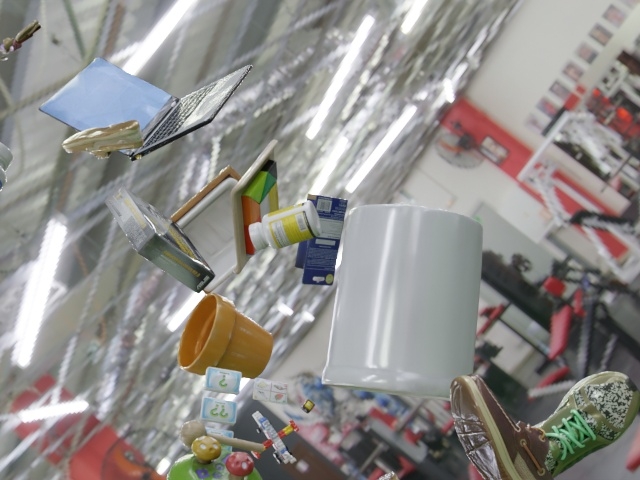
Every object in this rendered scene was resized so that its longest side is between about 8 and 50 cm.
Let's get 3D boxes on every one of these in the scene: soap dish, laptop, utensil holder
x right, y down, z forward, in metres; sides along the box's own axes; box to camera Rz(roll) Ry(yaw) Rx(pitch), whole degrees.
[{"bbox_3d":[-0.267,-0.032,2.469,0.291,0.229,0.118,-40,26,9],"label":"soap dish"},{"bbox_3d":[-0.451,-0.406,2.531,0.407,0.236,0.382,-22,24,25],"label":"laptop"},{"bbox_3d":[0.188,0.142,2.073,0.327,0.327,0.386,84,-166,-79],"label":"utensil holder"}]

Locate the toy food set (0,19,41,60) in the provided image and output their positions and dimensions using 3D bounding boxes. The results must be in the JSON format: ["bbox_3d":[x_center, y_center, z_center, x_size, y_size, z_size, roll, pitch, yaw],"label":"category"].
[{"bbox_3d":[-0.627,-0.420,1.977,0.122,0.019,0.078,-38,5,9],"label":"toy food set"}]

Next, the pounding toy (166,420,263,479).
[{"bbox_3d":[-0.182,0.401,1.742,0.237,0.182,0.110,-92,15,-63],"label":"pounding toy"}]

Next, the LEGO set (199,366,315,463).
[{"bbox_3d":[-0.131,0.370,2.012,0.060,0.244,0.183,125,154,-59],"label":"LEGO set"}]

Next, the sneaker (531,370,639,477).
[{"bbox_3d":[0.545,0.454,2.137,0.410,0.158,0.182,-45,-11,20],"label":"sneaker"}]

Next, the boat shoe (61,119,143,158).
[{"bbox_3d":[-0.426,-0.188,1.867,0.170,0.059,0.063,-9,29,18],"label":"boat shoe"}]

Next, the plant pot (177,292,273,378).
[{"bbox_3d":[-0.230,0.261,2.406,0.205,0.188,0.205,-46,30,36],"label":"plant pot"}]

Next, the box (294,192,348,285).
[{"bbox_3d":[0.000,0.000,2.395,0.136,0.036,0.225,7,-87,-53],"label":"box"}]

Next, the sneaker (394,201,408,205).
[{"bbox_3d":[0.158,-0.047,2.283,0.061,0.065,0.158,-31,12,-31],"label":"sneaker"}]

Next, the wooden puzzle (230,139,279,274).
[{"bbox_3d":[-0.135,-0.073,2.097,0.221,0.044,0.239,-59,-22,-50],"label":"wooden puzzle"}]

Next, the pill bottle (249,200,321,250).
[{"bbox_3d":[-0.062,-0.022,1.646,0.116,0.065,0.065,-17,-2,11],"label":"pill bottle"}]

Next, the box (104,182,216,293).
[{"bbox_3d":[-0.333,-0.006,1.965,0.056,0.231,0.183,-47,-50,3],"label":"box"}]

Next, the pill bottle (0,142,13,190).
[{"bbox_3d":[-0.814,-0.130,2.223,0.124,0.124,0.222,116,178,-58],"label":"pill bottle"}]

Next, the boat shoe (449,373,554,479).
[{"bbox_3d":[0.352,0.383,1.714,0.123,0.342,0.123,-27,-5,-23],"label":"boat shoe"}]

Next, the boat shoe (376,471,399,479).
[{"bbox_3d":[0.099,0.523,1.795,0.121,0.110,0.341,-28,-15,-18],"label":"boat shoe"}]
